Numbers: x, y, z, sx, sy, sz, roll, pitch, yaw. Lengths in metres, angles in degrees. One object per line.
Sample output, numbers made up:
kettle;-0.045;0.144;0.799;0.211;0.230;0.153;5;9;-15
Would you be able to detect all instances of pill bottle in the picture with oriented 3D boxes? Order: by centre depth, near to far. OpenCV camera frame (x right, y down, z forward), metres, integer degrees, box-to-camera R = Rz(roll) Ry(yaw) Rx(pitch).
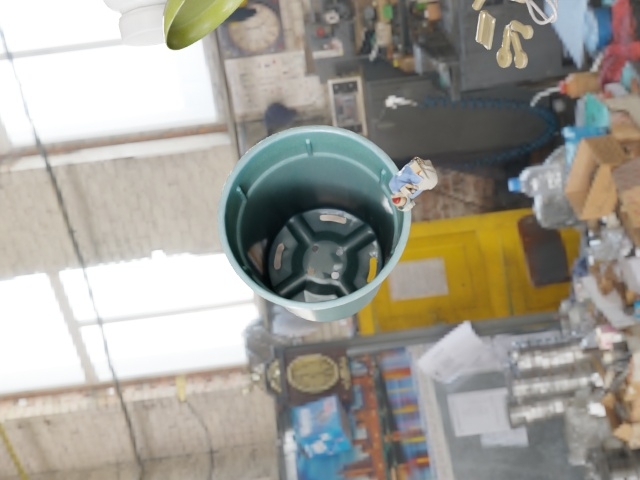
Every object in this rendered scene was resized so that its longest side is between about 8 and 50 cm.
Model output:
pill bottle;-0.332;-0.517;1.720;0.169;0.169;0.301;12;-113;-89

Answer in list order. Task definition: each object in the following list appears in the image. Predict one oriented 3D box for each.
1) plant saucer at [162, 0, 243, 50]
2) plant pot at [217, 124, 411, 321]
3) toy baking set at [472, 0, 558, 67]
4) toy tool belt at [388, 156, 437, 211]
plant saucer;-0.163;-0.393;1.450;0.037;0.241;0.241;45;180;1
plant pot;0.000;0.000;1.801;0.334;0.341;0.341;75;-172;-73
toy baking set;0.344;-0.418;1.644;0.256;0.030;0.197;112;140;-53
toy tool belt;0.117;-0.079;1.296;0.051;0.083;0.052;7;-133;-46
